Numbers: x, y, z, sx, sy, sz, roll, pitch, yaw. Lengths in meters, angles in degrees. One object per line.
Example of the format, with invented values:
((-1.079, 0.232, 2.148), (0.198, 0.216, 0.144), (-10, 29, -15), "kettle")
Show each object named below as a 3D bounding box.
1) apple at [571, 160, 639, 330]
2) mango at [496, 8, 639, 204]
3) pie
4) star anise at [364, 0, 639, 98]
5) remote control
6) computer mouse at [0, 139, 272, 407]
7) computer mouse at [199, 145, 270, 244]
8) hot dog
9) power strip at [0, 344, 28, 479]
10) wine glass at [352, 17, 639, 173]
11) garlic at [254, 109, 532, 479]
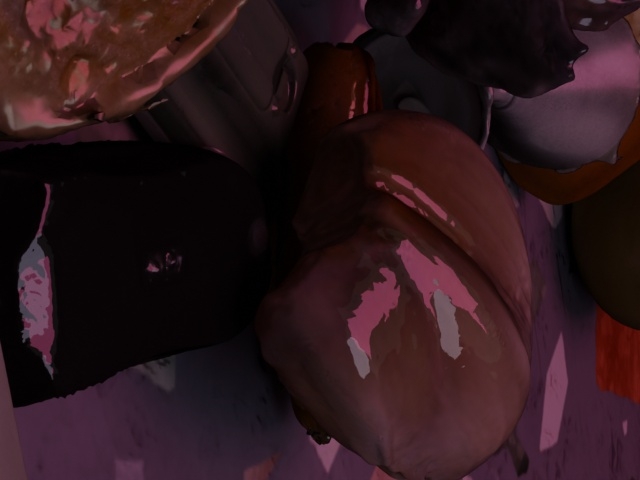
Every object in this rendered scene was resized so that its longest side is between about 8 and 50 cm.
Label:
((0.309, -0.015, 1.668), (0.200, 0.200, 0.200), (13, 75, -62), "apple")
((0.213, -0.197, 1.514), (0.201, 0.199, 0.350), (-1, 101, -35), "mango")
((-0.114, -0.173, 0.878), (0.274, 0.055, 0.274), (-24, 126, -37), "pie")
((0.074, -0.204, 1.219), (0.359, 0.139, 0.316), (-8, 61, -44), "star anise")
((-0.094, -0.157, 1.011), (0.335, 0.065, 0.128), (54, 43, -46), "remote control")
((-0.107, 0.009, 0.956), (0.217, 0.073, 0.122), (-12, 101, -58), "computer mouse")
((-0.063, -0.009, 1.060), (0.039, 0.066, 0.096), (-101, 174, -67), "computer mouse")
((0.000, 0.000, 1.178), (0.104, 0.076, 0.250), (37, 56, -80), "hot dog")
((-0.174, 0.094, 0.787), (0.058, 0.098, 0.338), (-32, 116, -61), "power strip")
((0.116, -0.104, 1.343), (0.232, 0.156, 0.156), (-20, 105, -57), "wine glass")
((0.064, 0.037, 1.090), (0.228, 0.110, 0.217), (61, 33, -43), "garlic")
